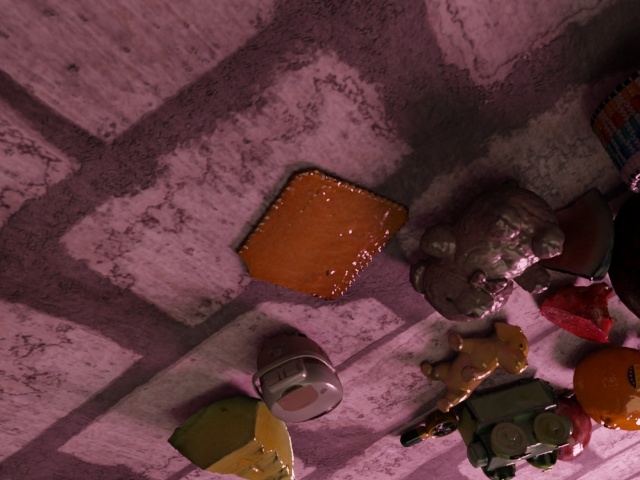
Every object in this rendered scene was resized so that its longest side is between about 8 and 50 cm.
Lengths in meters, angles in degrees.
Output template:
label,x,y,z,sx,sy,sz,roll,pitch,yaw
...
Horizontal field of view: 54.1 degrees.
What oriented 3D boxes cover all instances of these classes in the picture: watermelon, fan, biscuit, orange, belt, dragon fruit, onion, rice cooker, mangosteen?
label,x,y,z,sx,sy,sz,roll,pitch,yaw
watermelon,0.438,0.032,1.113,0.202,0.207,0.136,-28,112,30
fan,0.266,0.468,1.556,0.155,0.039,0.082,-28,137,9
biscuit,0.000,0.000,1.005,0.236,0.013,0.232,19,124,-34
orange,0.723,0.355,1.503,0.219,0.193,0.219,4,164,1
belt,0.552,-0.202,0.912,0.294,0.161,0.207,-25,156,5
dragon fruit,0.537,0.129,1.290,0.111,0.153,0.153,-55,136,-13
onion,0.644,0.477,1.648,0.195,0.159,0.160,-43,144,-26
rice cooker,-0.041,0.259,1.166,0.145,0.127,0.206,-28,133,5
mangosteen,0.665,0.009,1.113,0.305,0.360,0.306,6,119,10

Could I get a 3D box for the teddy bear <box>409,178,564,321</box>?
label,x,y,z,sx,sy,sz,roll,pitch,yaw
teddy bear,0.271,0.030,1.044,0.235,0.151,0.267,24,121,-13

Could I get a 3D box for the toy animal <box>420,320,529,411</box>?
label,x,y,z,sx,sy,sz,roll,pitch,yaw
toy animal,0.330,0.267,1.332,0.168,0.121,0.233,10,132,-43

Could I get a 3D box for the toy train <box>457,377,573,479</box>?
label,x,y,z,sx,sy,sz,roll,pitch,yaw
toy train,0.469,0.459,1.520,0.271,0.188,0.159,-12,136,-13

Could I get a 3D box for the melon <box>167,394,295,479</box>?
label,x,y,z,sx,sy,sz,roll,pitch,yaw
melon,-0.151,0.430,1.295,0.196,0.124,0.323,-25,143,5
